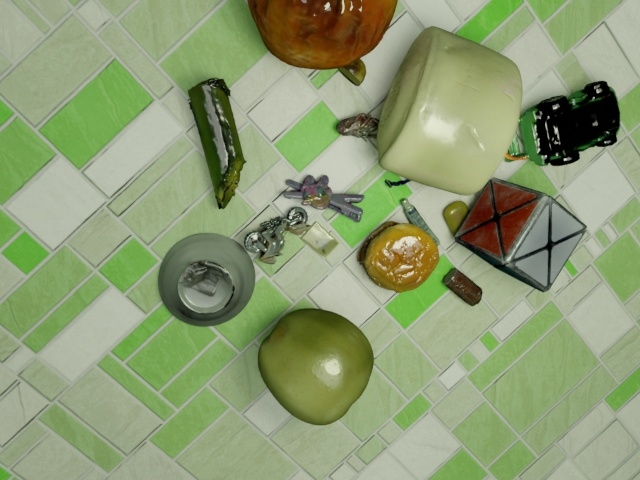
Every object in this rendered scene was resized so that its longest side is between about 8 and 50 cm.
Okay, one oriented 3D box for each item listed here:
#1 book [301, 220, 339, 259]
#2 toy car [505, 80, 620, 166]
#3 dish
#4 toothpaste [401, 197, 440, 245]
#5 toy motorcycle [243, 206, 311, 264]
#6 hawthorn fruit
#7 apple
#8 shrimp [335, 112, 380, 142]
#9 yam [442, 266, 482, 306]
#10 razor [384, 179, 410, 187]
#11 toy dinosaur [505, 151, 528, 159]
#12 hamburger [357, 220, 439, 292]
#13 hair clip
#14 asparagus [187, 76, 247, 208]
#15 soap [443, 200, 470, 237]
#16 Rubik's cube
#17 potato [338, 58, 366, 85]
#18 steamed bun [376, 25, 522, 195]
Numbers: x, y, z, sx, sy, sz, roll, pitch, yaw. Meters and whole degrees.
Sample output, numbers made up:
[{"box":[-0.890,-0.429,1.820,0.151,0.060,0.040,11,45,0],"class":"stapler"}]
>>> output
[{"box":[0.000,0.000,1.624,0.111,0.014,0.077,42,92,-14],"class":"book"},{"box":[0.795,-0.375,1.609,0.358,0.176,0.213,-23,105,-9],"class":"toy car"},{"box":[-0.359,0.139,1.544,0.316,0.106,0.316,-2,101,-9],"class":"dish"},{"box":[0.334,-0.053,1.659,0.062,0.037,0.216,-37,108,-1],"class":"toothpaste"},{"box":[-0.130,-0.010,1.568,0.229,0.094,0.130,-31,109,-16],"class":"toy motorcycle"},{"box":[0.000,-0.676,1.281,0.471,0.472,0.472,-2,101,-9],"class":"hawthorn fruit"},{"box":[-0.012,0.377,1.529,0.357,0.357,0.357,-2,101,-9],"class":"apple"},{"box":[0.143,-0.359,1.552,0.190,0.075,0.073,-2,69,-19],"class":"shrimp"},{"box":[0.497,0.162,1.710,0.141,0.079,0.079,37,93,-13],"class":"yam"},{"box":[0.291,-0.207,1.627,0.154,0.044,0.028,-22,133,-7],"class":"razor"},{"box":[0.532,-0.301,1.609,0.288,0.070,0.117,-4,94,11],"class":"toy dinosaur"},{"box":[0.254,0.057,1.601,0.244,0.163,0.244,-2,103,-10],"class":"hamburger"},{"box":[0.025,-0.141,1.566,0.278,0.090,0.137,20,63,-15],"class":"hair clip"},{"box":[-0.298,-0.286,1.473,0.128,0.108,0.382,-14,105,-8],"class":"asparagus"},{"box":[0.477,-0.067,1.674,0.089,0.045,0.140,-30,107,0],"class":"soap"},{"box":[0.641,-0.018,1.581,0.260,0.259,0.255,27,97,-28],"class":"Rubik's cube"},{"box":[0.108,-0.525,1.494,0.096,0.103,0.066,34,97,-15],"class":"potato"},{"box":[0.390,-0.383,1.429,0.371,0.290,0.456,17,78,-8],"class":"steamed bun"}]
